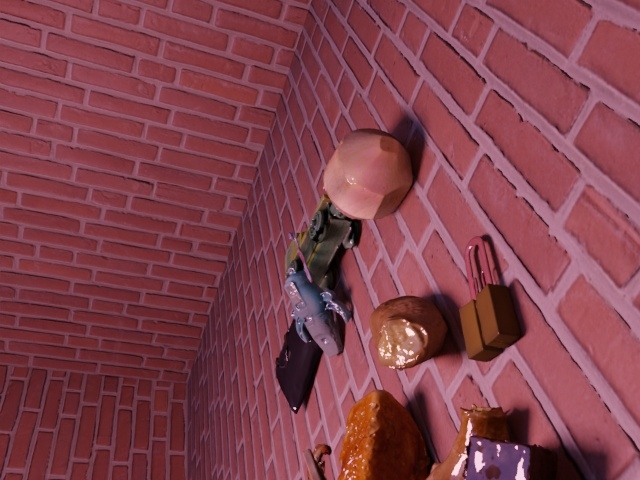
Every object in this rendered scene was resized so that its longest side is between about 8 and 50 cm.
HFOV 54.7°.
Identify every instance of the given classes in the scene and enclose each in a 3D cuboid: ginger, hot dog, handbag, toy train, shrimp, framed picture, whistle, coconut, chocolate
[{"bbox_3d":[0.174,0.186,1.262,0.267,0.152,0.138,129,124,-85],"label":"ginger"},{"bbox_3d":[0.210,0.455,0.982,0.236,0.166,0.376,-105,32,-61],"label":"ginger"},{"bbox_3d":[0.126,0.440,1.226,0.150,0.153,0.257,-43,23,41],"label":"hot dog"},{"bbox_3d":[-0.075,0.374,1.932,0.211,0.088,0.254,42,119,61],"label":"handbag"},{"bbox_3d":[0.000,0.000,1.855,0.237,0.150,0.369,-94,25,-51],"label":"toy train"},{"bbox_3d":[0.007,0.622,1.659,0.178,0.034,0.124,-133,63,-69],"label":"shrimp"},{"bbox_3d":[0.053,0.613,1.263,0.240,0.020,0.324,-126,13,-63],"label":"framed picture"},{"bbox_3d":[-0.019,0.196,1.729,0.186,0.093,0.274,-31,86,37],"label":"whistle"},{"bbox_3d":[0.117,-0.172,1.528,0.237,0.197,0.237,-168,90,-76],"label":"coconut"},{"bbox_3d":[0.259,0.442,0.853,0.112,0.112,0.321,-6,71,46],"label":"chocolate"}]

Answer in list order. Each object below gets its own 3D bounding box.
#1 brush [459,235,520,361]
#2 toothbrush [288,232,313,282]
[{"bbox_3d":[0.290,0.091,1.119,0.103,0.047,0.233,124,151,-48],"label":"brush"},{"bbox_3d":[-0.054,0.045,1.734,0.013,0.019,0.193,-61,39,36],"label":"toothbrush"}]
